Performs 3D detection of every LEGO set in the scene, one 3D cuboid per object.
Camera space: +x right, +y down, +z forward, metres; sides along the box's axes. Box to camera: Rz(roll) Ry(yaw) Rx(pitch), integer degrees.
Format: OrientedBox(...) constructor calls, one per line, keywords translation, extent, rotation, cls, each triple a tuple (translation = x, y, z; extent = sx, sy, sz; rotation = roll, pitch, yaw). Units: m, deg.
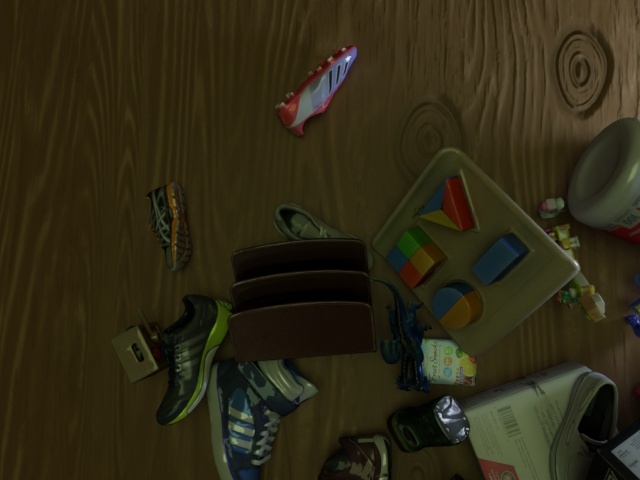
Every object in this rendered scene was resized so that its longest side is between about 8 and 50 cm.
OrientedBox(translation=(0.507, 0.057, 1.205), extent=(0.107, 0.132, 0.286), rotation=(-11, 62, 10), cls="LEGO set")

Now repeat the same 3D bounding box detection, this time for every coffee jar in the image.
OrientedBox(translation=(0.223, 0.393, 1.186), extent=(0.079, 0.184, 0.096), rotation=(-25, 81, -37), cls="coffee jar")

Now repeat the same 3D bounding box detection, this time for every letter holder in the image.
OrientedBox(translation=(-0.042, 0.122, 1.198), extent=(0.302, 0.152, 0.214), rotation=(-5, 114, 4), cls="letter holder")

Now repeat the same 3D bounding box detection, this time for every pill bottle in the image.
OrientedBox(translation=(0.744, -0.073, 1.131), extent=(0.408, 0.229, 0.228), rotation=(21, 88, -3), cls="pill bottle")

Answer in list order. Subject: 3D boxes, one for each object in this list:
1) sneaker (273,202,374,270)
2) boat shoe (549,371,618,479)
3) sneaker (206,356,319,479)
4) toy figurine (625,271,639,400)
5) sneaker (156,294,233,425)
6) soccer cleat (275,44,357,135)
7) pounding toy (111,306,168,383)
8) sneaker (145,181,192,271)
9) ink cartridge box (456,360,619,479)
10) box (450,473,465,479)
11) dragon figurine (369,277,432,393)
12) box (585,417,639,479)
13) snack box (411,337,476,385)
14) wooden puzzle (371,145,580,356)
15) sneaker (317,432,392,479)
OrientedBox(translation=(0.000, 0.000, 1.262), extent=(0.263, 0.121, 0.099), rotation=(29, 89, 6), cls="sneaker")
OrientedBox(translation=(0.513, 0.385, 1.081), extent=(0.095, 0.084, 0.257), rotation=(10, 87, 5), cls="boat shoe")
OrientedBox(translation=(-0.111, 0.398, 1.233), extent=(0.237, 0.130, 0.322), rotation=(-16, 78, 10), cls="sneaker")
OrientedBox(translation=(0.716, 0.137, 1.117), extent=(0.191, 0.362, 0.217), rotation=(-8, 53, -27), cls="toy figurine")
OrientedBox(translation=(-0.305, 0.255, 1.238), extent=(0.121, 0.111, 0.299), rotation=(32, 64, -33), cls="sneaker")
OrientedBox(translation=(0.002, -0.357, 1.322), extent=(0.248, 0.083, 0.095), rotation=(-44, 112, -4), cls="soccer cleat")
OrientedBox(translation=(-0.400, 0.235, 1.277), extent=(0.100, 0.130, 0.141), rotation=(-28, 83, 2), cls="pounding toy")
OrientedBox(translation=(-0.362, -0.029, 1.324), extent=(0.083, 0.084, 0.214), rotation=(-11, 75, 8), cls="sneaker")
OrientedBox(translation=(0.458, 0.404, 1.188), extent=(0.283, 0.117, 0.207), rotation=(-21, 84, 4), cls="ink cartridge box")
OrientedBox(translation=(0.324, 0.599, 1.167), extent=(0.158, 0.156, 0.093), rotation=(43, 91, 7), cls="box")
OrientedBox(translation=(0.174, 0.206, 1.158), extent=(0.085, 0.289, 0.144), rotation=(-6, 44, 22), cls="dragon figurine")
OrientedBox(translation=(0.648, 0.387, 1.027), extent=(0.395, 0.318, 0.097), rotation=(-26, 47, -18), cls="box")
OrientedBox(translation=(0.277, 0.271, 1.256), extent=(0.141, 0.037, 0.100), rotation=(2, 84, 7), cls="snack box")
OrientedBox(translation=(0.280, 0.036, 1.136), extent=(0.348, 0.081, 0.322), rotation=(48, 131, 18), cls="wooden puzzle")
OrientedBox(translation=(0.073, 0.568, 1.230), extent=(0.163, 0.106, 0.281), rotation=(0, 75, 10), cls="sneaker")
